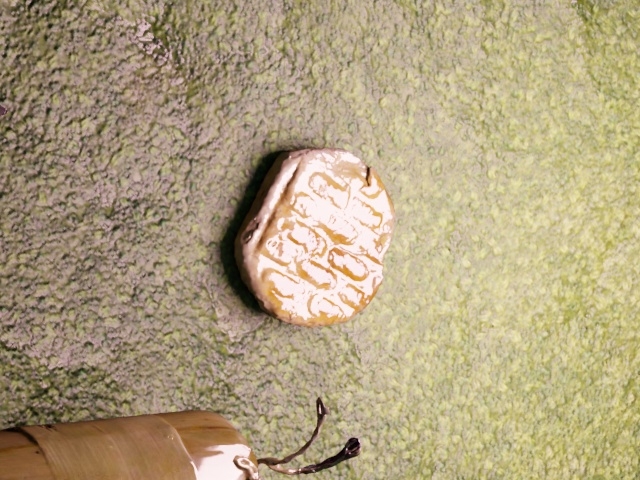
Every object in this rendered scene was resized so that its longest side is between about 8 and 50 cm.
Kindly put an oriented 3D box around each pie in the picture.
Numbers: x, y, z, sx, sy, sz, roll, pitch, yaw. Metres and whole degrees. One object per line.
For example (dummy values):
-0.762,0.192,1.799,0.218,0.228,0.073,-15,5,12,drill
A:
0.000,0.000,1.993,0.195,0.046,0.195,-3,97,-29,pie

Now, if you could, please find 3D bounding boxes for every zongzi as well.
-0.194,0.337,1.859,0.447,0.181,0.418,-5,113,-33,zongzi

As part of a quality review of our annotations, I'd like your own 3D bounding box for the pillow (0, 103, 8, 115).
-0.371,-0.115,1.753,0.150,0.048,0.090,-38,105,-17,pillow
